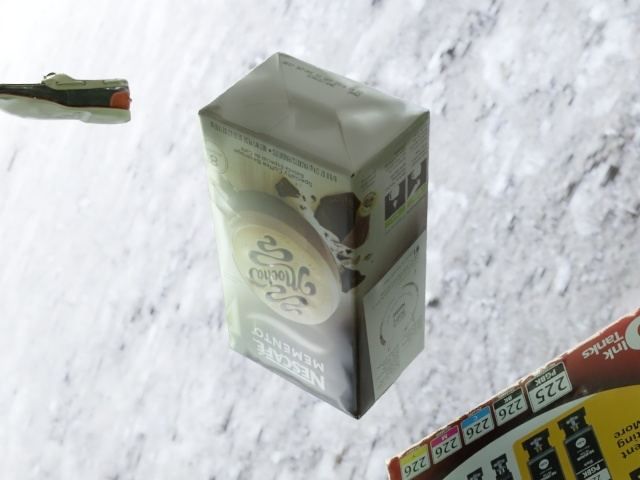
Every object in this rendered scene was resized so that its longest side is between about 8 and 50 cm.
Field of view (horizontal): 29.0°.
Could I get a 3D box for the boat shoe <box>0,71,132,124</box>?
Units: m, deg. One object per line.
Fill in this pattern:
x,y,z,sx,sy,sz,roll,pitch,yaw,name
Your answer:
-0.245,-0.139,1.174,0.049,0.137,0.043,-23,68,60,boat shoe

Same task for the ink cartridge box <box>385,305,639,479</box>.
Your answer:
0.229,0.235,1.027,0.309,0.130,0.272,-35,31,17,ink cartridge box

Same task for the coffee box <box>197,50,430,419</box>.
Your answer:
0.000,0.000,1.134,0.168,0.297,0.119,25,49,28,coffee box
